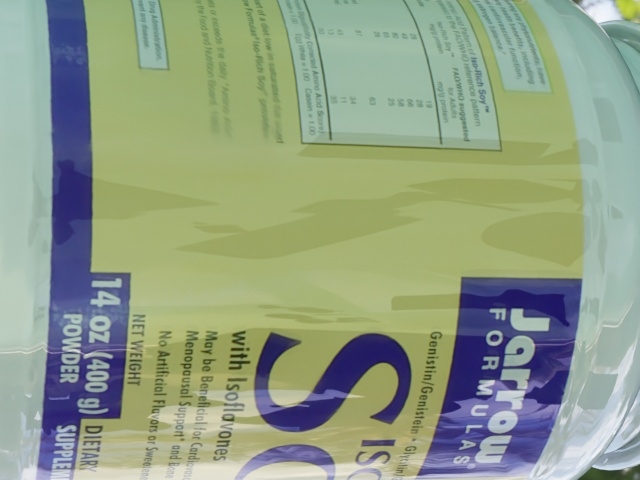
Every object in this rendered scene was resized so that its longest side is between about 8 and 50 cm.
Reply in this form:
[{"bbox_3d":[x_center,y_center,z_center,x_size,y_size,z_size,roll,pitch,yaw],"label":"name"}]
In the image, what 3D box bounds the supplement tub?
[{"bbox_3d":[0.000,0.000,0.657,0.331,0.241,0.241,1,-134,-15],"label":"supplement tub"}]
